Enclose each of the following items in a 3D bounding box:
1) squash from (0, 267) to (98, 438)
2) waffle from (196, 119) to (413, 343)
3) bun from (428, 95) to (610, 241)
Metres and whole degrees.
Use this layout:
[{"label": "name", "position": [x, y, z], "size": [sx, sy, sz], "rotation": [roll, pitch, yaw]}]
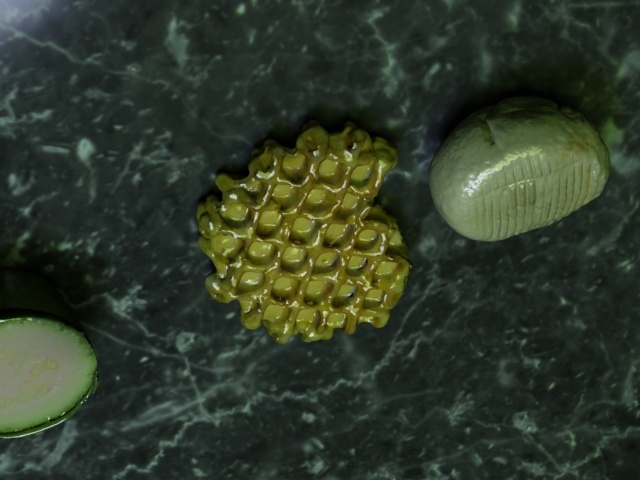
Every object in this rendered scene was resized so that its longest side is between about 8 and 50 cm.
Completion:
[{"label": "squash", "position": [-0.312, 0.109, 1.581], "size": [0.170, 0.123, 0.170], "rotation": [-6, 124, -9]}, {"label": "waffle", "position": [0.000, 0.000, 1.614], "size": [0.249, 0.056, 0.253], "rotation": [-38, 121, 15]}, {"label": "bun", "position": [0.199, -0.077, 1.577], "size": [0.188, 0.111, 0.164], "rotation": [-20, 143, -2]}]
